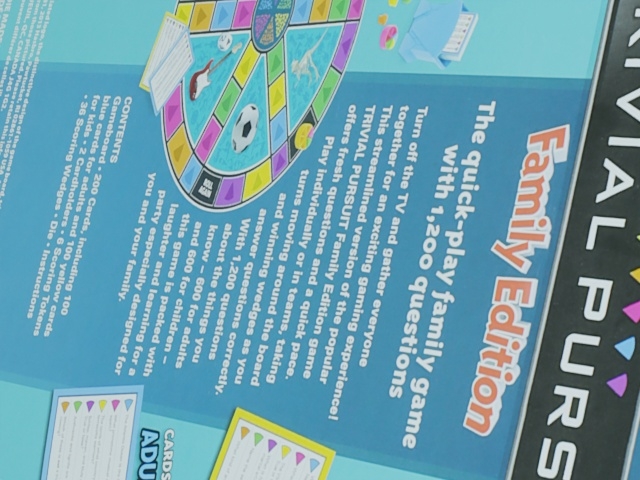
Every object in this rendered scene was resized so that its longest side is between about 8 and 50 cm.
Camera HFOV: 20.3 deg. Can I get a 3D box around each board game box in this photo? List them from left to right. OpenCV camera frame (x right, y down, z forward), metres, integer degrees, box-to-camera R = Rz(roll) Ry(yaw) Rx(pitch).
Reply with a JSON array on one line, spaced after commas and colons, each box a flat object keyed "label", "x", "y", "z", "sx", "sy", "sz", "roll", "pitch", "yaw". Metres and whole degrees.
[{"label": "board game box", "x": 0.002, "y": 0.010, "z": 0.554, "sx": 0.336, "sy": 0.079, "sz": 0.253, "roll": 7, "pitch": 81, "yaw": 42}]
